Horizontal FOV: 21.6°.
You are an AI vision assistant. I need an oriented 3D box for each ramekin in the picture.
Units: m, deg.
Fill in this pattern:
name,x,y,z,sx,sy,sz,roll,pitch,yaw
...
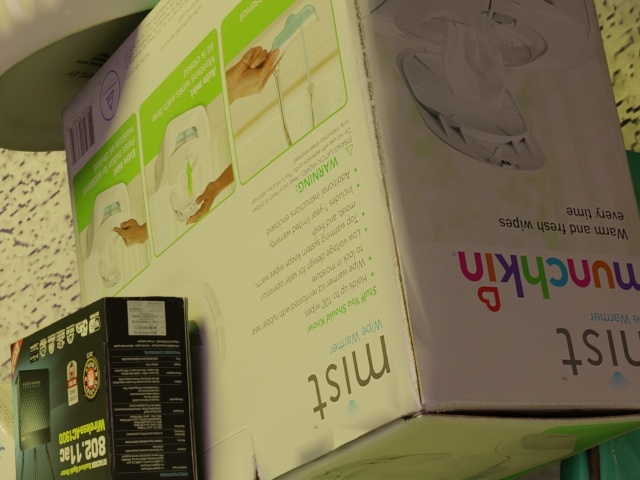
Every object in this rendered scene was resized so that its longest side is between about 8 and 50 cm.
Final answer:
name,x,y,z,sx,sy,sz,roll,pitch,yaw
ramekin,-0.110,-0.126,0.828,0.207,0.207,0.109,-26,74,25

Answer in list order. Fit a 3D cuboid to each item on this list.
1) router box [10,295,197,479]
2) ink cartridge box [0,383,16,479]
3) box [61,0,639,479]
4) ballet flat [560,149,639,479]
name,x,y,z,sx,sy,sz,roll,pitch,yaw
router box,-0.092,0.078,0.699,0.122,0.038,0.092,-26,67,59
ink cartridge box,-0.089,0.150,0.803,0.207,0.097,0.046,46,115,31
box,0.000,0.000,0.706,0.262,0.127,0.231,-37,57,52
ballet flat,0.134,0.075,0.692,0.087,0.083,0.247,-4,75,3
